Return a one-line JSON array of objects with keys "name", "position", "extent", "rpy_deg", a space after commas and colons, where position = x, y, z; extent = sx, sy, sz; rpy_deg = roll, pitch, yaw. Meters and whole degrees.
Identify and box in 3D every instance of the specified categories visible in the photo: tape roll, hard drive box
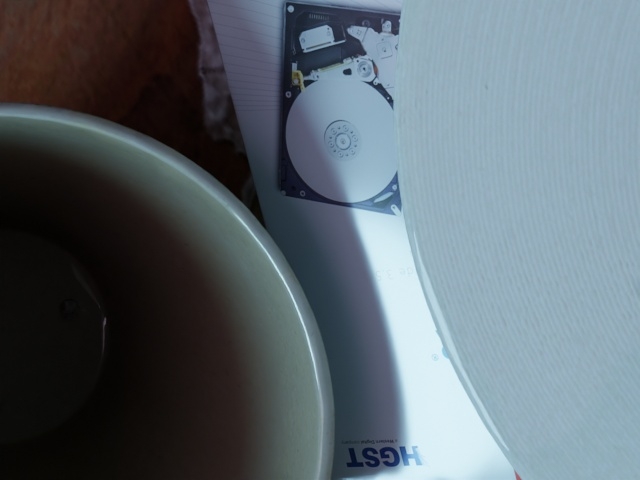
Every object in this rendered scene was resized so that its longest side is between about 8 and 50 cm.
[{"name": "tape roll", "position": [0.213, -0.033, 0.368], "extent": [0.392, 0.072, 0.391], "rpy_deg": [5, 106, 19]}, {"name": "hard drive box", "position": [0.074, -0.016, 0.526], "extent": [0.181, 0.089, 0.232], "rpy_deg": [-9, 102, 31]}]

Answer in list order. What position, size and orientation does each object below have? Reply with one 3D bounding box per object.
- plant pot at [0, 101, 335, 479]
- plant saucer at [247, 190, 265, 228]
[{"name": "plant pot", "position": [-0.151, 0.065, 0.603], "extent": [0.274, 0.257, 0.256], "rpy_deg": [-160, 53, -75]}, {"name": "plant saucer", "position": [0.000, 0.000, 0.637], "extent": [0.083, 0.015, 0.083], "rpy_deg": [12, 113, 30]}]
